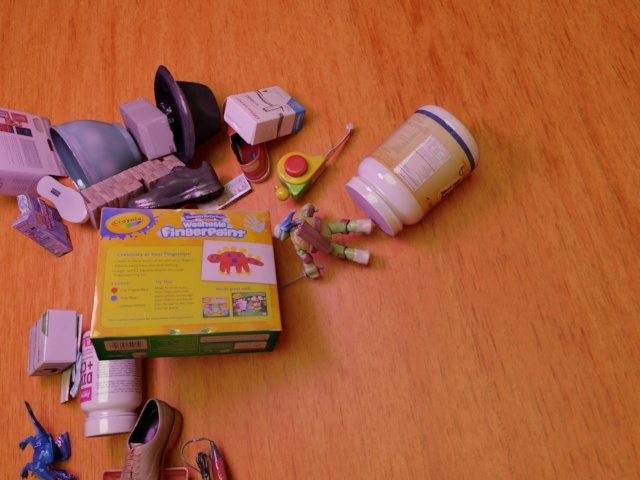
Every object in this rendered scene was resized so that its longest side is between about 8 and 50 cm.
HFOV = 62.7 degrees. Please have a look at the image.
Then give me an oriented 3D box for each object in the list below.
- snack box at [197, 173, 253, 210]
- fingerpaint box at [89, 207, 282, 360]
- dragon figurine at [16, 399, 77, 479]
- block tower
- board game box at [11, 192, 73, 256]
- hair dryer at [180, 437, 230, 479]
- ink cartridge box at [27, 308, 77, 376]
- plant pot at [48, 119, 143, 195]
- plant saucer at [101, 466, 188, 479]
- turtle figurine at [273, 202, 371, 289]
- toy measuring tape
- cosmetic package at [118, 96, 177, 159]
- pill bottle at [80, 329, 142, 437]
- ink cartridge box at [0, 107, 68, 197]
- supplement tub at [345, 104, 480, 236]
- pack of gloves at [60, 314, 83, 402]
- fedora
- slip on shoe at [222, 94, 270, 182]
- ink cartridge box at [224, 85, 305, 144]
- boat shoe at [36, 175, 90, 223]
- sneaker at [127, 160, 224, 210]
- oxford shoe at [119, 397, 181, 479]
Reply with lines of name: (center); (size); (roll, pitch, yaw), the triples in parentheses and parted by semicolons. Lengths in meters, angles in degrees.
snack box: (-0.304, -0.138, 1.663); (0.178, 0.022, 0.064); (-32, 66, 2)
fingerpaint box: (-0.347, 0.107, 1.389); (0.445, 0.163, 0.371); (0, 58, -15)
dragon figurine: (-0.772, 0.593, 1.495); (0.144, 0.085, 0.289); (-15, 69, 9)
block tower: (-0.566, -0.162, 1.620); (0.097, 0.091, 0.335); (38, 53, 24)
board game box: (-0.910, -0.065, 1.702); (0.060, 0.194, 0.194); (-27, 67, 4)
hair dryer: (-0.241, 0.641, 1.324); (0.293, 0.080, 0.223); (15, 71, 4)
ink cartridge box: (-0.789, 0.305, 1.546); (0.208, 0.087, 0.153); (-30, 60, 45)
plant pot: (-0.703, -0.265, 1.696); (0.196, 0.293, 0.293); (-32, 63, -28)
plant saucer: (-0.462, 0.740, 1.385); (0.259, 0.048, 0.258); (-7, 70, 11)
turtle figurine: (0.000, 0.000, 1.495); (0.266, 0.274, 0.198); (6, 49, -4)
toy measuring tape: (-0.036, -0.254, 1.591); (0.121, 0.121, 0.330); (32, 74, 22)
cosmetic package: (-0.560, -0.365, 1.700); (0.107, 0.127, 0.238); (-23, 37, -20)
pill bottle: (-0.584, 0.396, 1.474); (0.160, 0.160, 0.283); (-12, 69, 10)
ink cartridge box: (-1.075, -0.309, 1.841); (0.130, 0.272, 0.309); (-44, 62, 31)
supplement tub: (0.245, -0.186, 1.426); (0.316, 0.228, 0.228); (-43, 67, -2)
pack of gloves: (-0.718, 0.353, 1.556); (0.195, 0.046, 0.232); (-28, 60, 47)
fedora: (-0.415, -0.411, 1.687); (0.152, 0.334, 0.334); (-19, 64, -25)
slip on shoe: (-0.245, -0.341, 1.677); (0.123, 0.101, 0.331); (-22, 66, 8)
ink cartridge box: (-0.172, -0.391, 1.629); (0.203, 0.086, 0.148); (-27, 61, -39)
boat shoe: (-0.844, -0.127, 1.764); (0.267, 0.088, 0.096); (27, 84, 26)
sneaker: (-0.446, -0.158, 1.601); (0.286, 0.109, 0.130); (-19, 83, -18)
oxford shoe: (-0.471, 0.578, 1.347); (0.123, 0.130, 0.348); (-4, 51, 15)
